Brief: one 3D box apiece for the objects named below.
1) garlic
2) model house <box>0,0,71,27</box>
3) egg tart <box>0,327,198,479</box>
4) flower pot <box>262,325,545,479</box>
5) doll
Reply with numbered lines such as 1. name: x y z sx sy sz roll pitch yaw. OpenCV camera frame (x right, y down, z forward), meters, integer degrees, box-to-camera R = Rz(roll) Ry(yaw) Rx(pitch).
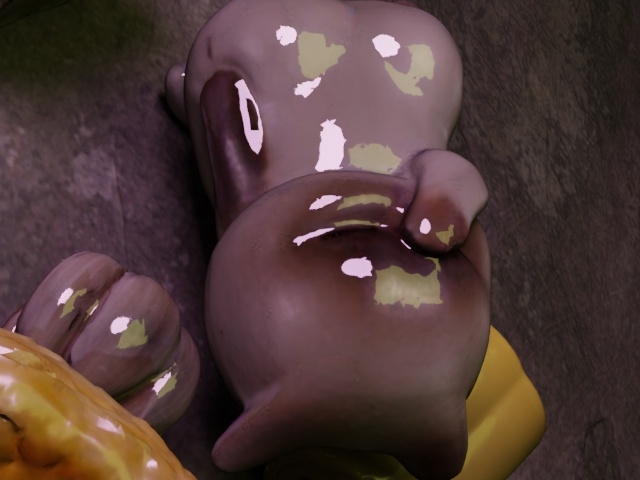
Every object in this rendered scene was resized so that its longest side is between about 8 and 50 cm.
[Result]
1. garlic: -0.165 0.090 0.703 0.194 0.127 0.131 -45 115 -33
2. model house: -0.189 -0.274 0.762 0.189 0.214 0.195 59 39 -12
3. egg tart: -0.205 0.224 0.479 0.388 0.169 0.387 6 74 -23
4. flower pot: 0.058 0.168 0.899 0.179 0.195 0.195 -42 107 -39
5. doll: 0.010 -0.028 0.800 0.215 0.226 0.370 10 47 -30
